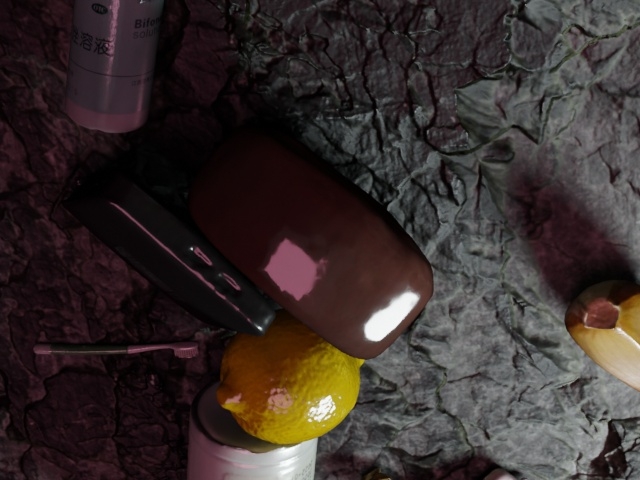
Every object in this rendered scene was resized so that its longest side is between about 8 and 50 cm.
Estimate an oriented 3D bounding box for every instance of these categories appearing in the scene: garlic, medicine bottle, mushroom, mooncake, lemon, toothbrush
[{"bbox_3d":[0.420,0.126,1.663,0.206,0.128,0.115,47,73,-24],"label":"garlic"},{"bbox_3d":[-0.247,-0.310,1.505,0.110,0.110,0.352,13,120,1],"label":"medicine bottle"},{"bbox_3d":[0.142,0.407,1.890,0.187,0.060,0.061,20,105,-13],"label":"mushroom"},{"bbox_3d":[0.000,0.000,1.565,0.326,0.334,0.174,41,96,22],"label":"mooncake"},{"bbox_3d":[-0.039,0.185,1.671,0.187,0.244,0.187,25,124,44],"label":"lemon"},{"bbox_3d":[-0.308,0.164,1.832,0.257,0.018,0.024,0,125,7],"label":"toothbrush"},{"bbox_3d":[-0.107,0.385,1.829,0.190,0.190,0.332,8,119,3],"label":"medicine bottle"}]

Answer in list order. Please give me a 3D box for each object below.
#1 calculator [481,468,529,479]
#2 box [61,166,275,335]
[{"bbox_3d":[0.253,0.423,1.868,0.175,0.032,0.100,-42,111,6],"label":"calculator"},{"bbox_3d":[-0.203,0.018,1.606,0.289,0.290,0.073,42,76,-15],"label":"box"}]
